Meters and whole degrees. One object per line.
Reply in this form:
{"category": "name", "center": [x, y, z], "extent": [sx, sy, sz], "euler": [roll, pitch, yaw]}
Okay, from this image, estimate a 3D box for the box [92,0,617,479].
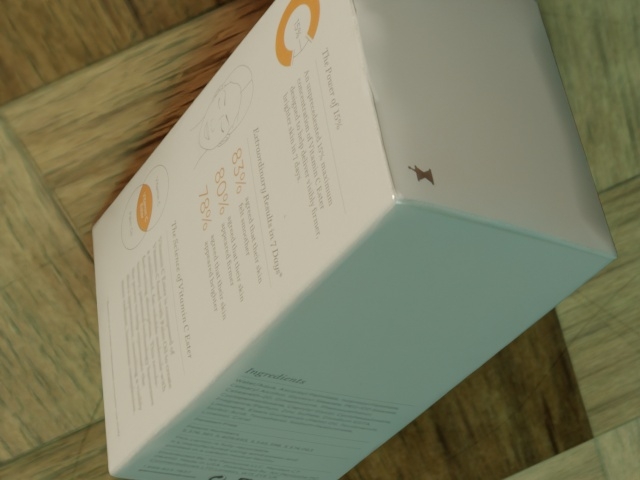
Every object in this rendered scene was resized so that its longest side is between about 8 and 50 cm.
{"category": "box", "center": [0.000, 0.000, 0.946], "extent": [0.168, 0.215, 0.345], "euler": [14, 140, -31]}
